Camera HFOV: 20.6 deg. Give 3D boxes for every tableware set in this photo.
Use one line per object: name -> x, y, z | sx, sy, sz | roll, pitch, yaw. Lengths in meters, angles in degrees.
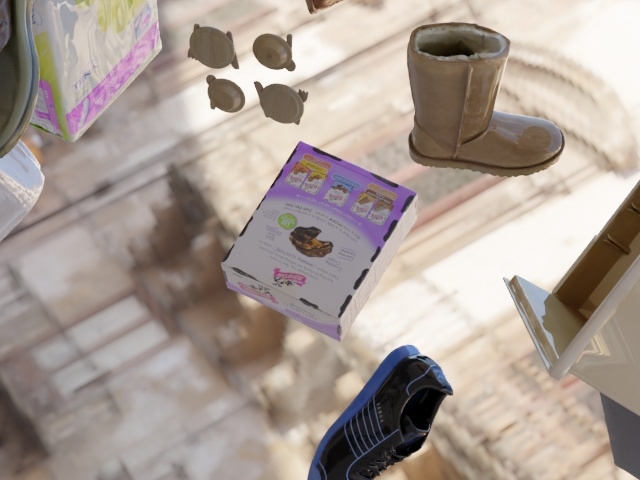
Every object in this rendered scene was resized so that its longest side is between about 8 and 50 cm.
tableware set -> -0.095, -0.218, 2.308 | 0.169, 0.020, 0.141 | 9, -50, 18

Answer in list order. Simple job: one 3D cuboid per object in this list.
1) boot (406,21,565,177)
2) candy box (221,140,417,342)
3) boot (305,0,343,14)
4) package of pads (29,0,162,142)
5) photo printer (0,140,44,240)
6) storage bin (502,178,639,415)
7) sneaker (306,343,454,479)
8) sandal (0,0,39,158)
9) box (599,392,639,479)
boot -> 0.231, -0.190, 2.393 | 0.269, 0.236, 0.089 | 91, -5, -60
candy box -> 0.000, 0.000, 2.131 | 0.165, 0.196, 0.070 | 26, -23, 16
boot -> 0.069, -0.295, 1.873 | 0.152, 0.197, 0.073 | -2, -67, 22
package of pads -> -0.318, -0.296, 2.307 | 0.101, 0.229, 0.296 | 27, -33, 20
photo printer -> -0.535, -0.052, 2.316 | 0.256, 0.307, 0.107 | 34, 19, -41
storage bin -> 0.311, 0.001, 1.634 | 0.123, 0.262, 0.260 | 32, 14, -15
sneaker -> 0.071, 0.239, 2.107 | 0.081, 0.232, 0.090 | 22, 15, -42
sandal -> -0.360, -0.233, 1.861 | 0.120, 0.086, 0.302 | 9, -85, 38
box -> 0.504, 0.086, 1.938 | 0.212, 0.395, 0.293 | 29, -24, 32
